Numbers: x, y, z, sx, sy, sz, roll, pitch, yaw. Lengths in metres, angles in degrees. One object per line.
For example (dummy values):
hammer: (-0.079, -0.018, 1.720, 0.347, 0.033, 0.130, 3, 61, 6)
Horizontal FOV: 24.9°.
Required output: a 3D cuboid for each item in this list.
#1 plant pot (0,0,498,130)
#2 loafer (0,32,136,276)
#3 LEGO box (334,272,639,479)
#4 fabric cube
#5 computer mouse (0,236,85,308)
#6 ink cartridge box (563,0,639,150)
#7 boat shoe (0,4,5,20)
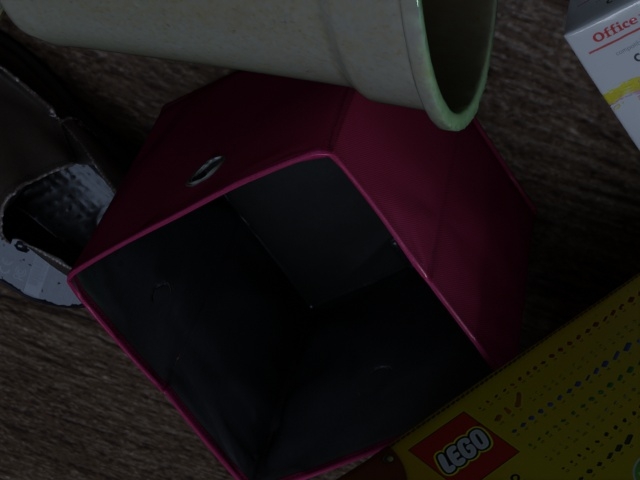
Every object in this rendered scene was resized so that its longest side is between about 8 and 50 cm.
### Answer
plant pot: (-0.052, -0.240, 0.971, 0.305, 0.334, 0.334, 2, 125, 16)
loafer: (-0.253, -0.073, 1.234, 0.366, 0.130, 0.134, 34, 101, -10)
LEGO box: (0.256, 0.236, 1.112, 0.193, 0.500, 0.372, 35, 142, 38)
fabric cube: (0.000, 0.000, 1.172, 0.254, 0.258, 0.259, -24, 117, 28)
computer mouse: (-0.300, -0.051, 1.341, 0.262, 0.060, 0.184, 16, 107, -4)
ink cartridge box: (0.266, -0.152, 1.116, 0.115, 0.067, 0.198, -27, 115, 29)
boat shoe: (-0.332, -0.222, 1.205, 0.152, 0.056, 0.049, 17, 162, 10)
